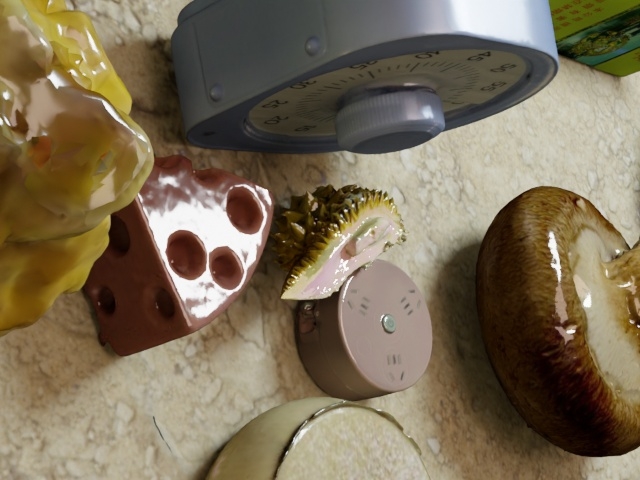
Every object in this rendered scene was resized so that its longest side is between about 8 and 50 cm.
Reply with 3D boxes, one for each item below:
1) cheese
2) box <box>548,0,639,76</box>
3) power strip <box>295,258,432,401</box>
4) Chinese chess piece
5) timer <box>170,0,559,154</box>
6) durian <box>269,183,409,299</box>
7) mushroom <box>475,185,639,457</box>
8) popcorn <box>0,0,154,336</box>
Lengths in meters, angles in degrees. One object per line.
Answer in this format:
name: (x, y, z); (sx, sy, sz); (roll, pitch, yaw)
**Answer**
cheese: (-0.142, -0.011, 1.254); (0.177, 0.128, 0.202); (-20, 87, -49)
box: (0.416, -0.317, 1.867); (0.335, 0.187, 0.047); (9, 69, -43)
power strip: (0.048, 0.099, 1.431); (0.154, 0.078, 0.154); (17, 66, -41)
Chinese chess piece: (0.004, 0.292, 1.296); (0.270, 0.112, 0.270); (16, 66, -41)
timer: (0.071, -0.183, 1.344); (0.395, 0.395, 0.173); (1, 75, -45)
durian: (0.007, -0.008, 1.371); (0.224, 0.140, 0.078); (-51, 154, -56)
mushroom: (0.322, 0.106, 1.625); (0.345, 0.239, 0.345); (13, 58, -21)
popcorn: (-0.336, -0.081, 0.948); (0.390, 0.344, 0.354); (33, 9, -6)
